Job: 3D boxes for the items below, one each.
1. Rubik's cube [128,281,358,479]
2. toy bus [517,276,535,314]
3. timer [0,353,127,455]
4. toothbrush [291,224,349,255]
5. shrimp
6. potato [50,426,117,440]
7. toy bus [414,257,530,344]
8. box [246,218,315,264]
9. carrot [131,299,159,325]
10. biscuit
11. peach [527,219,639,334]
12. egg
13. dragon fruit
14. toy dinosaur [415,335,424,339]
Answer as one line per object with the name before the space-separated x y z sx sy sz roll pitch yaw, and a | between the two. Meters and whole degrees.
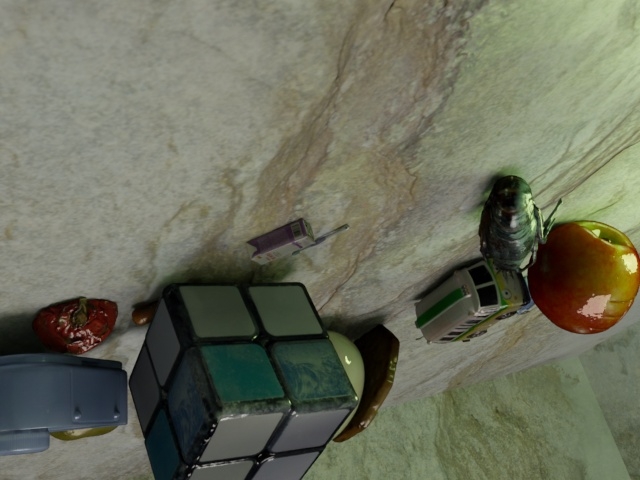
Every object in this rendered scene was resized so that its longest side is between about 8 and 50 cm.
Rubik's cube | -0.162 0.290 1.502 0.313 0.318 0.316 1 135 -33
toy bus | 0.603 0.163 2.285 0.076 0.073 0.167 -6 153 -20
timer | -0.596 0.329 1.501 0.395 0.173 0.395 -5 167 -1
toothbrush | 0.000 0.000 1.472 0.131 0.011 0.013 -27 179 21
shrimp | 0.408 -0.018 1.565 0.172 0.137 0.372 -5 160 13
potato | -0.575 0.413 1.865 0.154 0.137 0.200 -30 157 31
toy bus | 0.382 0.160 2.000 0.179 0.143 0.305 -5 157 -26
box | -0.071 0.004 1.387 0.117 0.036 0.050 -23 158 15
carrot | -0.280 0.123 1.519 0.190 0.037 0.037 -19 160 -6
biscuit | 0.114 0.403 2.182 0.046 0.359 0.359 29 139 -18
peach | 0.619 0.093 1.855 0.245 0.248 0.275 13 113 -4
egg | -0.026 0.387 2.048 0.283 0.283 0.345 4 126 -45
dragon fruit | -0.455 0.161 1.415 0.162 0.083 0.106 -13 156 -6
toy dinosaur | 0.394 0.239 2.359 0.212 0.057 0.142 -23 -179 45
